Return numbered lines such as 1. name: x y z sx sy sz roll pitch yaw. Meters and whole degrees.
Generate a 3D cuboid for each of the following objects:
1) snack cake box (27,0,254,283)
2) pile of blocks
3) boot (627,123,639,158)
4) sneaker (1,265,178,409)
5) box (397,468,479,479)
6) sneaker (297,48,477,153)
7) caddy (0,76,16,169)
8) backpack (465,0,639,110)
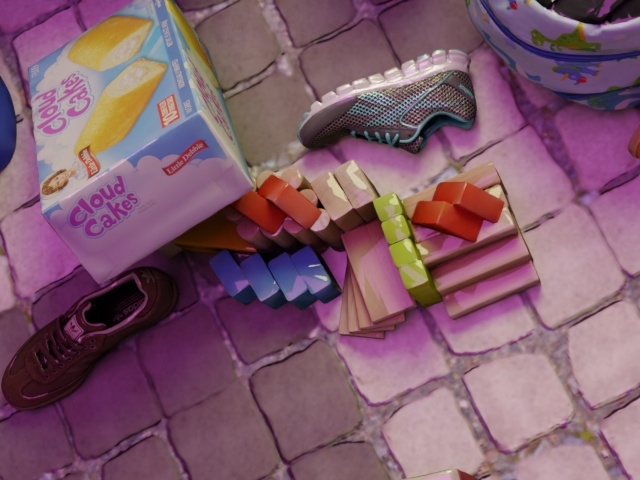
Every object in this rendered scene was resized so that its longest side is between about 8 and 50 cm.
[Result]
1. snack cake box: -0.160 -0.099 1.188 0.152 0.089 0.264 -31 34 6
2. pile of blocks: 0.000 0.000 1.181 0.362 0.112 0.148 1 77 16
3. boot: 0.417 -0.077 1.093 0.295 0.104 0.211 -30 71 2
4. sneaker: -0.217 0.080 1.240 0.188 0.071 0.066 -37 71 3
5. box: 0.073 0.308 1.079 0.149 0.127 0.232 -15 74 11
6. sneaker: 0.061 -0.107 1.219 0.167 0.065 0.076 -21 76 11
7. caddy: -0.450 -0.147 1.302 0.241 0.179 0.341 -43 70 1
8. backpack: 0.279 -0.269 1.117 0.356 0.273 0.290 -35 72 -18
